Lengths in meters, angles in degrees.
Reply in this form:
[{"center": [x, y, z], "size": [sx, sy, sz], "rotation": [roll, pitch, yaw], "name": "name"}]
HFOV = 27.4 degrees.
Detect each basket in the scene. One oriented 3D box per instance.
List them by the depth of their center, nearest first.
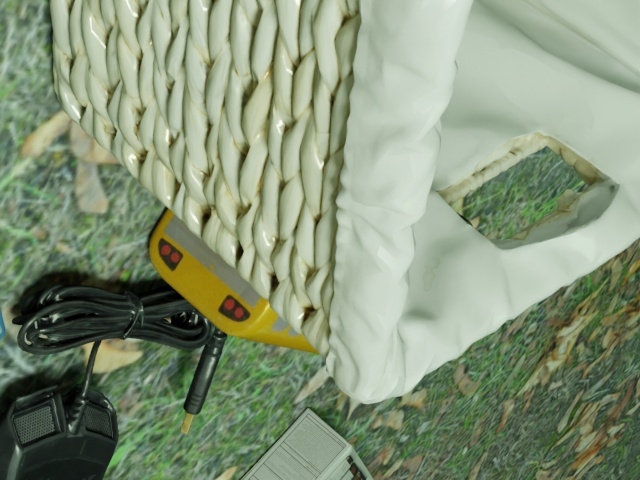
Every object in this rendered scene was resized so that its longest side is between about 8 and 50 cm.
[{"center": [0.064, -0.171, 0.608], "size": [0.328, 0.266, 0.331], "rotation": [-30, 145, -34], "name": "basket"}]

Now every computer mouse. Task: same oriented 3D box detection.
[{"center": [-0.157, 0.137, 0.852], "size": [0.184, 0.060, 0.262], "rotation": [-3, 115, -51], "name": "computer mouse"}]

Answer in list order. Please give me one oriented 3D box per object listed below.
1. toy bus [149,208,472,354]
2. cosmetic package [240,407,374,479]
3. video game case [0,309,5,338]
[{"center": [0.000, 0.000, 0.868], "size": [0.130, 0.108, 0.333], "rotation": [-55, 151, 8], "name": "toy bus"}, {"center": [0.005, 0.246, 1.190], "size": [0.099, 0.060, 0.239], "rotation": [-45, 150, -11], "name": "cosmetic package"}, {"center": [-0.210, 0.033, 0.661], "size": [0.166, 0.015, 0.119], "rotation": [91, 24, -47], "name": "video game case"}]
